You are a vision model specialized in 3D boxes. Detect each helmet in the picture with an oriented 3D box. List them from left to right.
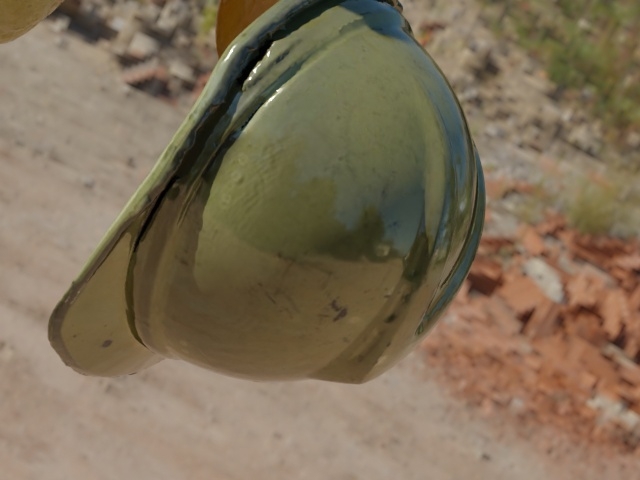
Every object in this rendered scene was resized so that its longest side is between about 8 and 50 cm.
[{"bbox_3d":[0.000,0.005,0.860,0.137,0.257,0.204,38,9,22],"label":"helmet"}]

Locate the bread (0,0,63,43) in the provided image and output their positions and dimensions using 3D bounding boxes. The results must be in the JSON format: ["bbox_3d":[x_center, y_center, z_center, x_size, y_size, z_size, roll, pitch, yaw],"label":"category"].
[{"bbox_3d":[-0.238,-0.236,0.988,0.270,0.148,0.270,26,-27,14],"label":"bread"}]

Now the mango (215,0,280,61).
[{"bbox_3d":[-0.005,-0.143,1.269,0.154,0.126,0.252,28,27,-33],"label":"mango"}]
